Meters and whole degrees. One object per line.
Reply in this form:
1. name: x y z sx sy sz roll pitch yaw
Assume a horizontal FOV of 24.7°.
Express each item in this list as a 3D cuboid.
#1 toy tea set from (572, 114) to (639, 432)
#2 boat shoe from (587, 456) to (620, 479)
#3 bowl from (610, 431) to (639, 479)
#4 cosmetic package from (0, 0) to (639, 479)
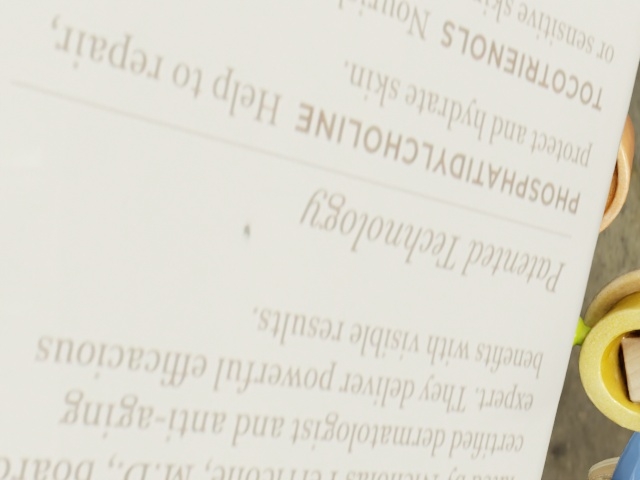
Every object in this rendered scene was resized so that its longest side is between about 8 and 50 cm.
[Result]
1. toy tea set: 0.210 0.043 0.665 0.336 0.124 0.200 16 117 17
2. boat shoe: 0.350 0.265 1.506 0.170 0.059 0.063 0 126 33
3. bowl: 0.424 0.153 1.247 0.391 0.391 0.077 -50 52 17
4. cosmetic package: -0.128 0.037 0.564 0.329 0.327 0.394 14 92 41
